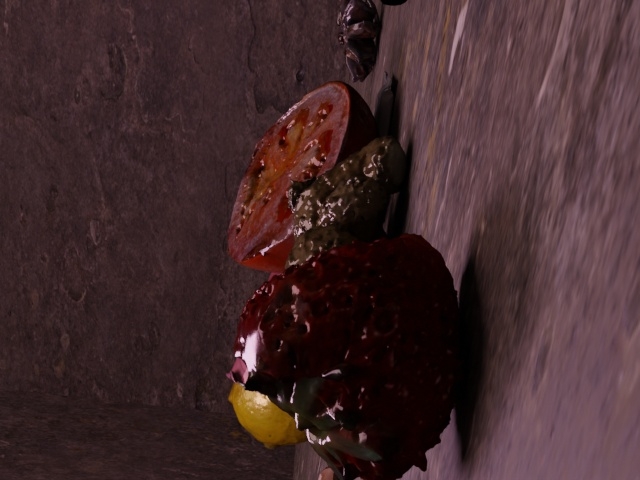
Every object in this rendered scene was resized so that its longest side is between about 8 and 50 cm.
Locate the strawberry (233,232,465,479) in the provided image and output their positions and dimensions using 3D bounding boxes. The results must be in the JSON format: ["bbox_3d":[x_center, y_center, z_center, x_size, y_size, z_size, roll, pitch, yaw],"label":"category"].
[{"bbox_3d":[0.038,0.080,0.814,0.201,0.186,0.184,-48,-26,-23],"label":"strawberry"}]

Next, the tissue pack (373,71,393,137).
[{"bbox_3d":[0.099,-0.182,1.715,0.122,0.026,0.193,-89,6,-75],"label":"tissue pack"}]

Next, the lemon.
[{"bbox_3d":[-0.076,0.310,2.204,0.233,0.233,0.288,102,176,-66],"label":"lemon"}]

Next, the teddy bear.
[{"bbox_3d":[0.027,0.013,1.370,0.267,0.156,0.256,101,174,-48],"label":"teddy bear"}]

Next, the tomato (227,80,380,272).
[{"bbox_3d":[-0.004,-0.085,1.645,0.338,0.143,0.338,-42,32,34],"label":"tomato"}]

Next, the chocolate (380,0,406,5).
[{"bbox_3d":[0.112,-0.430,1.638,0.147,0.072,0.070,-96,14,-52],"label":"chocolate"}]

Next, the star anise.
[{"bbox_3d":[0.083,-0.453,2.189,0.209,0.089,0.231,-134,44,-72],"label":"star anise"}]

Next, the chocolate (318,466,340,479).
[{"bbox_3d":[0.019,0.455,1.808,0.064,0.031,0.101,129,148,-52],"label":"chocolate"}]

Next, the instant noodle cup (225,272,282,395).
[{"bbox_3d":[-0.034,0.164,1.898,0.244,0.243,0.255,-175,99,-88],"label":"instant noodle cup"}]
